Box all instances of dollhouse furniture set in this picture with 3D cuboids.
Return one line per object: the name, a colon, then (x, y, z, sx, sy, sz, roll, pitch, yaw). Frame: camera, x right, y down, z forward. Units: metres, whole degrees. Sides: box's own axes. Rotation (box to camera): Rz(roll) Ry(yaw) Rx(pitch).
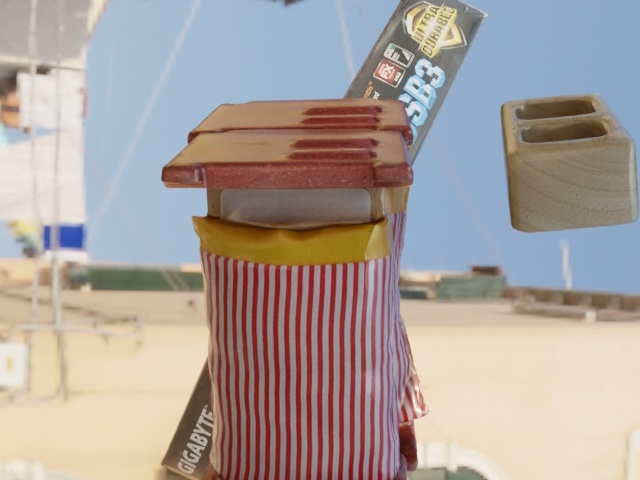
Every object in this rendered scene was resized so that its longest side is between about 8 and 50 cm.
dollhouse furniture set: (0.117, 0.030, 0.658, 0.152, 0.374, 0.201, -75, 162, -71)

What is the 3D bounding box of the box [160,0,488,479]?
box: (0.000, 0.000, 0.933, 0.295, 0.073, 0.293, -63, 179, -41)
